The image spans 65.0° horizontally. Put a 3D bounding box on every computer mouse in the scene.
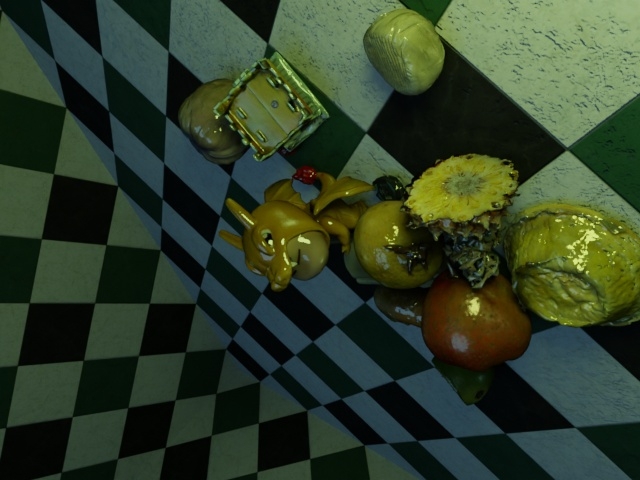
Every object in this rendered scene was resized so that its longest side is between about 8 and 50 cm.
[{"bbox_3d":[0.187,-0.140,1.352,0.135,0.047,0.079,4,121,65],"label":"computer mouse"}]

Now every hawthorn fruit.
[{"bbox_3d":[0.386,0.173,1.283,0.277,0.277,0.298,-11,104,56],"label":"hawthorn fruit"}]

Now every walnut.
[{"bbox_3d":[-0.296,-0.357,1.506,0.248,0.248,0.248,32,149,22],"label":"walnut"}]

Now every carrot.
[{"bbox_3d":[0.308,0.207,1.566,0.302,0.138,0.138,14,139,33],"label":"carrot"}]

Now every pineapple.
[{"bbox_3d":[0.335,-0.019,1.135,0.263,0.262,0.271,14,142,43],"label":"pineapple"}]

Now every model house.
[{"bbox_3d":[-0.119,-0.345,1.307,0.198,0.215,0.224,-38,98,29],"label":"model house"}]

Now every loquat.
[{"bbox_3d":[0.202,0.013,1.286,0.244,0.244,0.243,32,149,22],"label":"loquat"}]

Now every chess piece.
[{"bbox_3d":[0.315,0.087,1.441,0.094,0.094,0.170,38,154,13],"label":"chess piece"}]

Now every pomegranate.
[{"bbox_3d":[0.464,0.405,1.605,0.190,0.159,0.241,51,179,7],"label":"pomegranate"}]

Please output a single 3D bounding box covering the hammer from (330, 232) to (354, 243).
[{"bbox_3d":[0.000,0.000,1.740,0.366,0.111,0.043,-5,133,46],"label":"hammer"}]

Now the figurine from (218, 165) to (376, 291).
[{"bbox_3d":[-0.069,-0.052,1.457,0.401,0.387,0.267,23,130,44],"label":"figurine"}]

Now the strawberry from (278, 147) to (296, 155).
[{"bbox_3d":[-0.102,-0.283,1.520,0.073,0.073,0.083,37,163,15],"label":"strawberry"}]

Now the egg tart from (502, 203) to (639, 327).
[{"bbox_3d":[0.546,0.084,1.098,0.345,0.132,0.345,29,147,22],"label":"egg tart"}]

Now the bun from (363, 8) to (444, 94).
[{"bbox_3d":[0.173,-0.380,0.991,0.166,0.113,0.173,45,175,9],"label":"bun"}]

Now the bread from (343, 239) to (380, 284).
[{"bbox_3d":[0.165,0.059,1.546,0.141,0.134,0.148,-8,110,60],"label":"bread"}]
